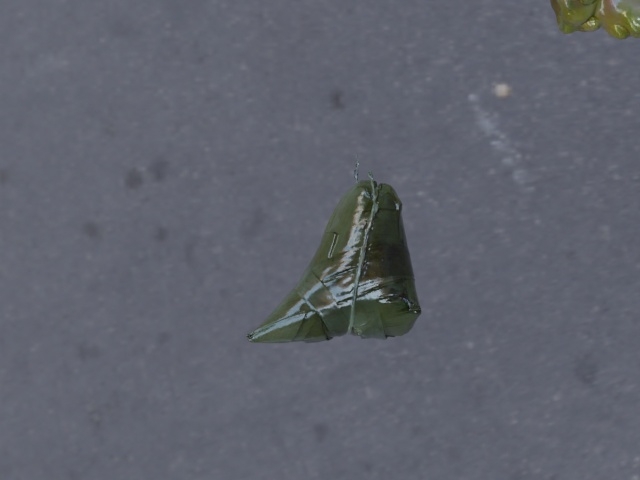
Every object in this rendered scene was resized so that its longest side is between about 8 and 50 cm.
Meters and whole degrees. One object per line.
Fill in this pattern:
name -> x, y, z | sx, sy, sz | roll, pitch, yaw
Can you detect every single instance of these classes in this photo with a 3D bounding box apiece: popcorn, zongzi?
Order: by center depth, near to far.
zongzi -> 0.000, 0.000, 1.106 | 0.062, 0.130, 0.154 | 112, 151, -67
popcorn -> 0.243, -0.238, 1.237 | 0.126, 0.145, 0.126 | -8, 57, 7
